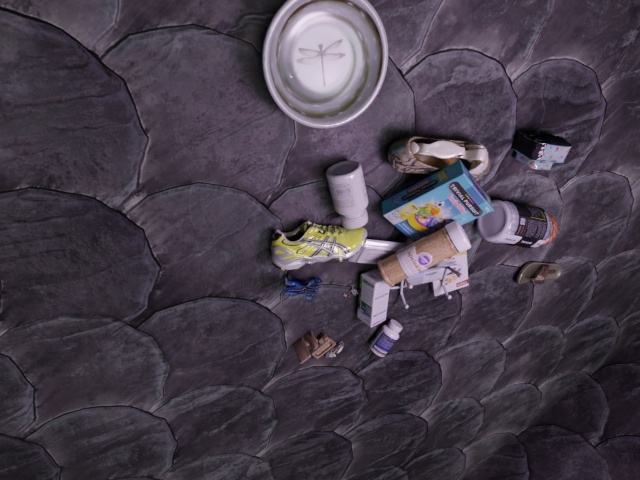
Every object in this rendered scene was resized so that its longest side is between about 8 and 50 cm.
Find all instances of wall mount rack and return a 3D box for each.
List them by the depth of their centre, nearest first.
[{"bbox_3d":[0.458,0.182,1.761,0.350,0.130,0.304,-13,150,1],"label":"wall mount rack"}]

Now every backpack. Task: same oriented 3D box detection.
[{"bbox_3d":[0.906,-0.367,1.687,0.189,0.166,0.144,-6,121,-14],"label":"backpack"}]

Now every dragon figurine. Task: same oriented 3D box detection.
[{"bbox_3d":[-0.070,0.186,1.599,0.144,0.289,0.085,9,95,6],"label":"dragon figurine"}]

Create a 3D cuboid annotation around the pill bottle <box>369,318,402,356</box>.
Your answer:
[{"bbox_3d":[0.314,0.460,1.963,0.094,0.094,0.169,24,107,-30],"label":"pill bottle"}]

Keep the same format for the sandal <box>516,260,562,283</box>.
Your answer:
[{"bbox_3d":[1.138,0.171,2.124,0.303,0.086,0.120,-5,119,-18],"label":"sandal"}]

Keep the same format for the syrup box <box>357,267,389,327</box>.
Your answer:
[{"bbox_3d":[0.231,0.251,1.802,0.096,0.093,0.236,-18,124,-33],"label":"syrup box"}]

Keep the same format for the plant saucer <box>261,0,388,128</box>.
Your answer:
[{"bbox_3d":[0.010,-0.556,1.274,0.401,0.100,0.400,-9,120,-16],"label":"plant saucer"}]

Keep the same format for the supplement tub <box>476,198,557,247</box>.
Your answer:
[{"bbox_3d":[0.872,-0.069,1.824,0.316,0.193,0.193,7,115,-24],"label":"supplement tub"}]

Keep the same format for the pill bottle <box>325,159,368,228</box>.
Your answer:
[{"bbox_3d":[0.105,-0.164,1.512,0.131,0.131,0.229,-22,123,-9],"label":"pill bottle"}]

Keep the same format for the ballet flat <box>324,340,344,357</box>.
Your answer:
[{"bbox_3d":[0.067,0.520,1.934,0.114,0.041,0.041,-43,124,6],"label":"ballet flat"}]

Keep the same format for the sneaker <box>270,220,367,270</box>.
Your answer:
[{"bbox_3d":[0.000,0.000,1.556,0.385,0.145,0.147,-15,122,-15],"label":"sneaker"}]

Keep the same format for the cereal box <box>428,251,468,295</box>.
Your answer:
[{"bbox_3d":[0.588,0.135,1.901,0.173,0.047,0.240,-18,124,0],"label":"cereal box"}]

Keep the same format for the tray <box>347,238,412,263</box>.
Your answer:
[{"bbox_3d":[0.262,0.060,1.719,0.271,0.030,0.145,6,136,-20],"label":"tray"}]

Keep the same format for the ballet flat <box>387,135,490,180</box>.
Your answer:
[{"bbox_3d":[0.491,-0.309,1.538,0.483,0.182,0.164,1,85,-21],"label":"ballet flat"}]

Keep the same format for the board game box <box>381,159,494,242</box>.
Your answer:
[{"bbox_3d":[0.447,-0.132,1.593,0.336,0.079,0.254,-28,134,32],"label":"board game box"}]

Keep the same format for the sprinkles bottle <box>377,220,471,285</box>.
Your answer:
[{"bbox_3d":[0.405,0.056,1.632,0.355,0.121,0.121,-30,127,21],"label":"sprinkles bottle"}]

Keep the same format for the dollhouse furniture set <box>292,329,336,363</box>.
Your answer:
[{"bbox_3d":[-0.010,0.494,1.838,0.144,0.123,0.151,-39,124,3],"label":"dollhouse furniture set"}]

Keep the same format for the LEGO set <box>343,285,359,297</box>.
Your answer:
[{"bbox_3d":[0.142,0.231,1.810,0.083,0.023,0.054,-38,124,2],"label":"LEGO set"}]
